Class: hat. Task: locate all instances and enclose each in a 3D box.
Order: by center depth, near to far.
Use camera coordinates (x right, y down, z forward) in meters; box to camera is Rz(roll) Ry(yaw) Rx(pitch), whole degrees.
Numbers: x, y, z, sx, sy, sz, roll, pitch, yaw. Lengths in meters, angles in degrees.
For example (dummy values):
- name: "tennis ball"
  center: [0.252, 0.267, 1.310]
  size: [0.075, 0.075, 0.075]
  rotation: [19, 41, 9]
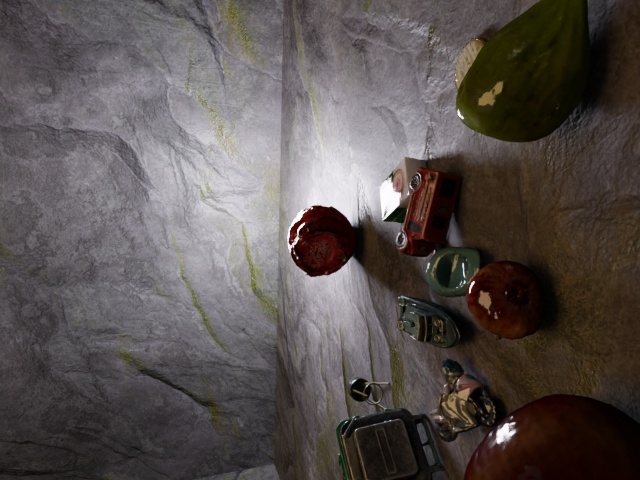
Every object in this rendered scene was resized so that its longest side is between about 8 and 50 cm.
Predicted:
- name: "hat"
  center: [0.372, 0.085, 1.338]
  size: [0.191, 0.078, 0.138]
  rotation: [-5, 74, 58]

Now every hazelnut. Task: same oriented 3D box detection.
- name: "hazelnut"
  center: [0.418, 0.477, 0.823]
  size: [0.421, 0.353, 0.421]
  rotation: [-55, -6, -8]

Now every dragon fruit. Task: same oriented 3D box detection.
- name: "dragon fruit"
  center: [0.000, 0.000, 2.080]
  size: [0.301, 0.296, 0.295]
  rotation: [-126, 38, -63]

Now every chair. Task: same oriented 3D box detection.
- name: "chair"
  center: [0.185, 0.586, 1.923]
  size: [0.221, 0.104, 0.095]
  rotation: [-13, 97, 68]

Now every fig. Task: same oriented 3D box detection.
- name: "fig"
  center: [0.412, -0.328, 0.964]
  size: [0.314, 0.233, 0.233]
  rotation: [128, 136, -55]
- name: "fig"
  center: [0.410, 0.139, 1.146]
  size: [0.207, 0.175, 0.175]
  rotation: [85, 178, -78]

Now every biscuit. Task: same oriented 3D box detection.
- name: "biscuit"
  center: [0.392, -0.445, 1.301]
  size: [0.152, 0.020, 0.152]
  rotation: [177, 90, -71]

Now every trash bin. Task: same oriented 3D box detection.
- name: "trash bin"
  center: [0.202, 0.730, 1.662]
  size: [0.381, 0.295, 0.259]
  rotation: [98, 160, -56]

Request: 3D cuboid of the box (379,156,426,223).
- name: "box"
  center: [0.264, -0.155, 1.595]
  size: [0.199, 0.081, 0.135]
  rotation: [130, 141, -59]

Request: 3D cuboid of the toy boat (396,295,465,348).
- name: "toy boat"
  center: [0.312, 0.241, 1.461]
  size: [0.296, 0.122, 0.114]
  rotation: [-164, 73, -69]

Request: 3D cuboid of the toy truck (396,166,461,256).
- name: "toy truck"
  center: [0.305, -0.072, 1.414]
  size: [0.114, 0.108, 0.252]
  rotation: [25, 105, 61]

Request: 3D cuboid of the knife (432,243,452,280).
- name: "knife"
  center: [0.338, 0.007, 1.512]
  size: [0.081, 0.043, 0.336]
  rotation: [104, 161, -49]

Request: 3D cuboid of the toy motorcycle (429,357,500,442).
- name: "toy motorcycle"
  center: [0.369, 0.422, 1.362]
  size: [0.239, 0.108, 0.204]
  rotation: [-39, 57, 36]
